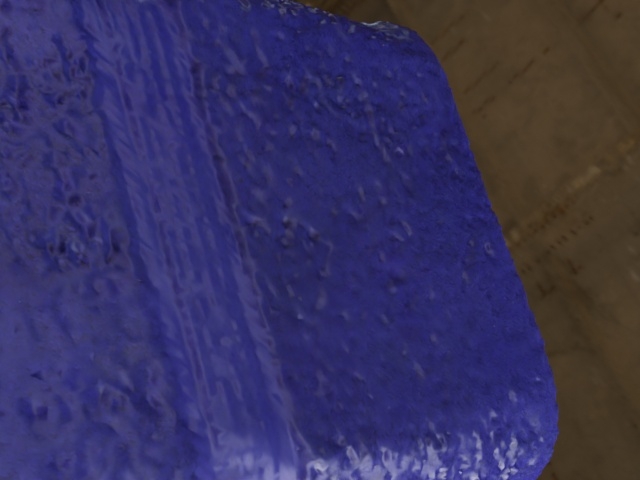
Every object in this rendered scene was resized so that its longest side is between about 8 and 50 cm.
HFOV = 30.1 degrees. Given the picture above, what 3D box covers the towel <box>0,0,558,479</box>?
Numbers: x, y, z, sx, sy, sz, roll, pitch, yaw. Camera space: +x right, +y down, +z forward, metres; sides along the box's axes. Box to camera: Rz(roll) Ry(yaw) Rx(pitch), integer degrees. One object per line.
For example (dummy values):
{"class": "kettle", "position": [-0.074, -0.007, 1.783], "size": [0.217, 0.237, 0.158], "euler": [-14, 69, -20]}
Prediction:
{"class": "towel", "position": [-0.053, 0.008, 0.445], "size": [0.076, 0.308, 0.228], "euler": [-33, -113, 44]}
